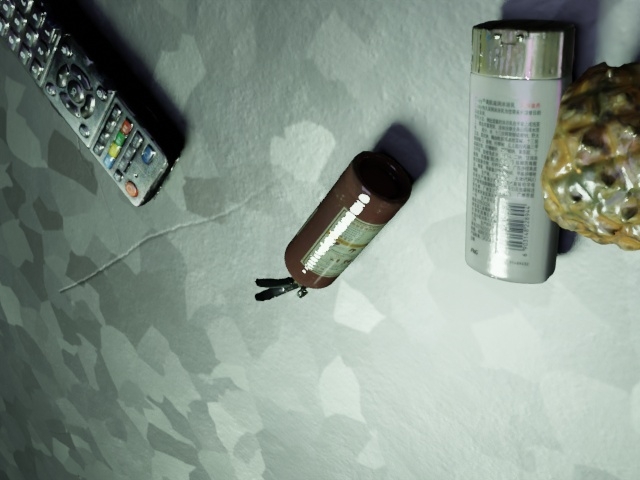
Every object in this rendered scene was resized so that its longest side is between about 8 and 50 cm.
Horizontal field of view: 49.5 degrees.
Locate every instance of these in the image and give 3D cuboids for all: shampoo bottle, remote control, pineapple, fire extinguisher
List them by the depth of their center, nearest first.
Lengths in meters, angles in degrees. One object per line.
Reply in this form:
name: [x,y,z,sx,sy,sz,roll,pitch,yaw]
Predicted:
pineapple: [0.312,-0.046,0.457,0.309,0.141,0.170,13,156,30]
shampoo bottle: [0.173,-0.075,0.618,0.086,0.056,0.228,14,120,36]
fire extinguisher: [0.000,0.000,0.769,0.231,0.099,0.071,-49,58,41]
remote control: [-0.334,-0.227,0.950,0.399,0.062,0.144,51,134,5]
